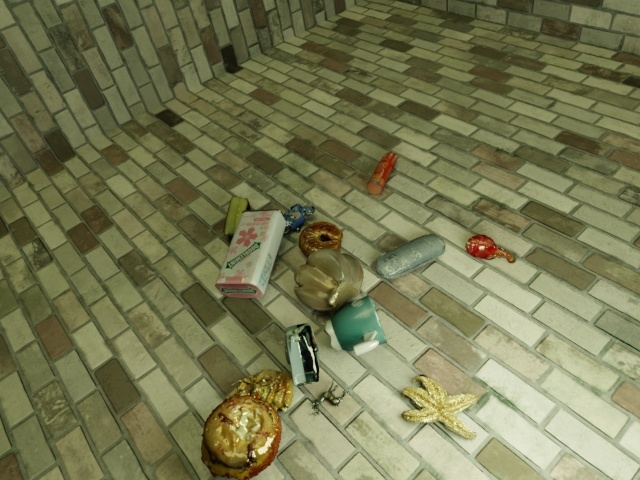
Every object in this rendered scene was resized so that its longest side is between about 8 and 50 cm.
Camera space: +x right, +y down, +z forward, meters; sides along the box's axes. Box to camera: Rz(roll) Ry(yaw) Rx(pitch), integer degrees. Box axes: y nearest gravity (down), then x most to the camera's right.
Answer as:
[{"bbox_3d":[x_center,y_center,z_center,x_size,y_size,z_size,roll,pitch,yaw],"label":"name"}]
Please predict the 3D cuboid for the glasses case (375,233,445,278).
[{"bbox_3d":[0.339,0.059,1.852,0.283,0.067,0.109,-25,48,-10],"label":"glasses case"}]

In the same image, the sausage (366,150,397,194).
[{"bbox_3d":[0.289,-0.319,2.234,0.074,0.074,0.274,12,49,23],"label":"sausage"}]

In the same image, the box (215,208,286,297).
[{"bbox_3d":[-0.266,0.043,1.940,0.190,0.112,0.369,0,53,22],"label":"box"}]

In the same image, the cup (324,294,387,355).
[{"bbox_3d":[0.110,0.286,1.618,0.173,0.167,0.299,-21,18,4],"label":"cup"}]

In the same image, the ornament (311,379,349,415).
[{"bbox_3d":[0.025,0.496,1.520,0.073,0.028,0.125,31,57,35],"label":"ornament"}]

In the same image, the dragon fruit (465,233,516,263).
[{"bbox_3d":[0.624,0.036,1.810,0.191,0.094,0.094,19,50,1],"label":"dragon fruit"}]

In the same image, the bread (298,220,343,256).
[{"bbox_3d":[0.000,0.000,1.994,0.193,0.063,0.193,-2,47,2],"label":"bread"}]

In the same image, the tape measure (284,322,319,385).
[{"bbox_3d":[-0.060,0.358,1.569,0.107,0.181,0.181,-11,82,-2],"label":"tape measure"}]

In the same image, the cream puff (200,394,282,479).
[{"bbox_3d":[-0.225,0.570,1.411,0.240,0.163,0.240,4,40,-3],"label":"cream puff"}]

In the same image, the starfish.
[{"bbox_3d":[0.354,0.484,1.433,0.216,0.071,0.238,-35,55,-13],"label":"starfish"}]

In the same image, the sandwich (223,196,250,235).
[{"bbox_3d":[-0.361,-0.083,2.134,0.094,0.096,0.258,0,45,5],"label":"sandwich"}]

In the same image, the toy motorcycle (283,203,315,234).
[{"bbox_3d":[-0.121,-0.095,2.109,0.205,0.076,0.114,-38,41,-21],"label":"toy motorcycle"}]

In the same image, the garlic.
[{"bbox_3d":[0.028,0.142,1.795,0.237,0.210,0.292,-55,44,3],"label":"garlic"}]

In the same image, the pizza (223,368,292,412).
[{"bbox_3d":[-0.189,0.470,1.567,0.226,0.069,0.147,7,50,19],"label":"pizza"}]
